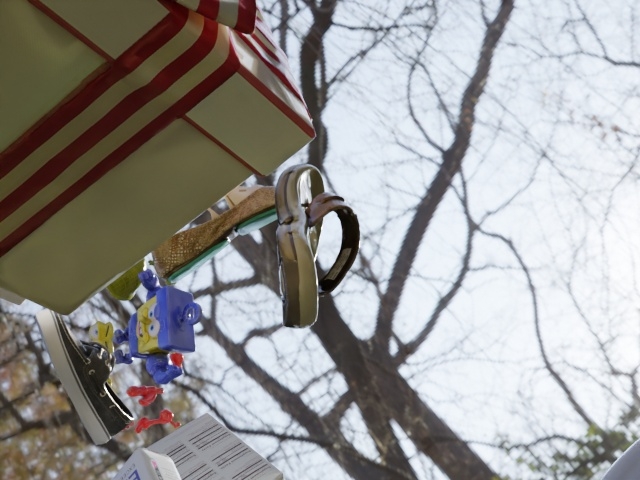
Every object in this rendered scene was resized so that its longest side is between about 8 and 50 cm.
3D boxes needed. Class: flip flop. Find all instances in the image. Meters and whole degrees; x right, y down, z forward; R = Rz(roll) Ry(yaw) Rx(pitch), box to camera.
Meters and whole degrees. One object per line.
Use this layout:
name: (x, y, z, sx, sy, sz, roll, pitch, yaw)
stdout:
flip flop: (0.000, 0.000, 0.856, 0.080, 0.277, 0.112, -8, -72, 2)

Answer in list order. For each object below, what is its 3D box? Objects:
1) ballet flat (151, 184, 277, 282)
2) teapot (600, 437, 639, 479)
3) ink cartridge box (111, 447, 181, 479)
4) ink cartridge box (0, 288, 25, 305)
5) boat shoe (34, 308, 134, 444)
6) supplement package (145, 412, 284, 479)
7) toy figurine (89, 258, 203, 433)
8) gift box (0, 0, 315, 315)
ballet flat: (-0.116, -0.027, 1.073, 0.206, 0.067, 0.073, -31, -8, -12)
teapot: (0.227, 0.188, 0.352, 0.256, 0.252, 0.187, -16, -63, 29)
ink cartridge box: (-0.243, 0.475, 1.044, 0.071, 0.330, 0.324, 33, -79, -41)
ink cartridge box: (-0.336, -0.094, 1.005, 0.306, 0.131, 0.226, -43, -37, 9)
boat shoe: (-0.307, 0.175, 1.181, 0.076, 0.080, 0.229, -26, -59, -17)
supplement package: (-0.171, 0.433, 1.450, 0.149, 0.203, 0.194, -27, -51, -34)
toy figurine: (-0.261, 0.133, 1.539, 0.191, 0.363, 0.217, 19, -35, -41)
gift box: (-0.158, -0.136, 0.586, 0.258, 0.255, 0.276, -36, -36, 18)
